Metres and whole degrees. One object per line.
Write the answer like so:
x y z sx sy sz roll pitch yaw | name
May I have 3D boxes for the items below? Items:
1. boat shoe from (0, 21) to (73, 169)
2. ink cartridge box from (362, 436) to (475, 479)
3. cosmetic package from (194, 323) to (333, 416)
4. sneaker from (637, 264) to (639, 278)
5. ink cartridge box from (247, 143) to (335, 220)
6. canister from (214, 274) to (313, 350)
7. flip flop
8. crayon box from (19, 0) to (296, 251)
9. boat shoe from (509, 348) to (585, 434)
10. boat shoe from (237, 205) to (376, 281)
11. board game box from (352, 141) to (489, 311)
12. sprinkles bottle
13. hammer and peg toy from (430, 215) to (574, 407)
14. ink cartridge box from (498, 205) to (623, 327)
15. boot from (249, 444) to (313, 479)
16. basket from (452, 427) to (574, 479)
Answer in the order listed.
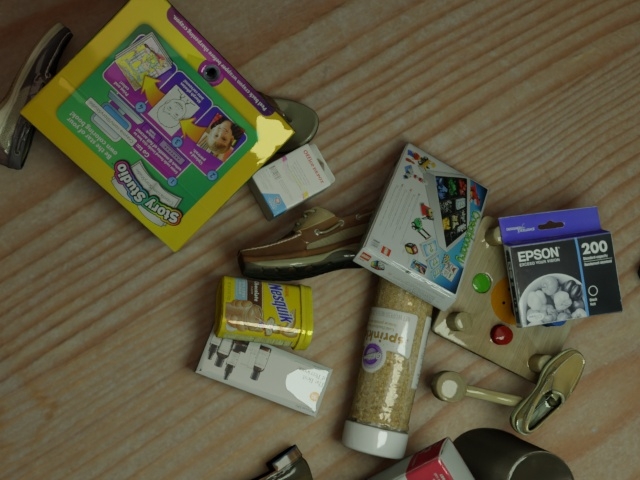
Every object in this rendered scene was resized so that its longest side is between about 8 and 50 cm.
-0.520 -0.262 1.644 0.092 0.103 0.285 29 84 -10 | boat shoe
0.147 0.522 1.585 0.306 0.131 0.226 -31 88 18 | ink cartridge box
-0.106 0.243 1.672 0.239 0.060 0.098 21 82 -6 | cosmetic package
0.753 0.174 1.786 0.330 0.122 0.146 38 78 -3 | sneaker
-0.054 -0.113 1.704 0.143 0.090 0.092 -28 89 -12 | ink cartridge box
-0.105 0.132 1.649 0.170 0.073 0.126 9 51 -15 | canister
-0.139 -0.246 1.710 0.277 0.080 0.112 19 81 -7 | flip flop
-0.282 -0.214 1.595 0.313 0.106 0.363 -44 107 4 | crayon box
0.423 0.276 1.621 0.068 0.072 0.190 39 79 -5 | boat shoe
0.000 0.000 1.695 0.324 0.122 0.119 -8 77 -19 | boat shoe
0.196 -0.033 1.681 0.193 0.053 0.305 30 49 -5 | board game box
0.133 0.222 1.682 0.121 0.121 0.355 14 81 -7 | sprinkles bottle
0.353 0.167 1.722 0.266 0.127 0.361 26 80 -7 | hammer and peg toy
0.446 0.045 1.663 0.206 0.045 0.208 -8 85 -11 | ink cartridge box
-0.103 0.480 1.636 0.219 0.082 0.106 -35 88 -13 | boot
0.360 0.436 1.641 0.204 0.227 0.154 25 81 -6 | basket
